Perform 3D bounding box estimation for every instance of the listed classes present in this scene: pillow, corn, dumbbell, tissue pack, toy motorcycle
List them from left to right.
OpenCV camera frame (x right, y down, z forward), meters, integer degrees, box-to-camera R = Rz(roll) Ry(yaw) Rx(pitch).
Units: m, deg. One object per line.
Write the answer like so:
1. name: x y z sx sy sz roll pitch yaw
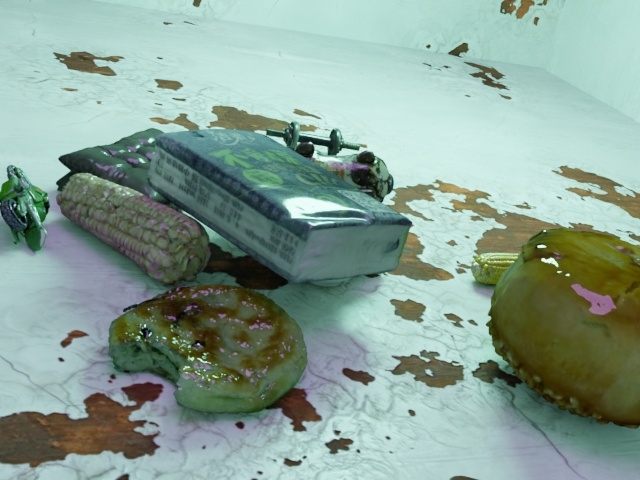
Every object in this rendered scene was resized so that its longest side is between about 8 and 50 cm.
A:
1. toy motorcycle: -0.523 -0.061 1.418 0.074 0.106 0.190 -30 35 3
2. corn: -0.333 -0.031 1.423 0.335 0.126 0.127 28 29 30
3. pillow: -0.354 -0.142 1.663 0.228 0.101 0.326 26 29 15
4. tissue pack: -0.073 -0.071 1.407 0.394 0.124 0.288 33 23 33
5. dumbbell: -0.018 -0.261 2.089 0.254 0.081 0.081 8 26 -16
6. corn: 0.398 0.059 1.677 0.206 0.067 0.067 3 28 -28

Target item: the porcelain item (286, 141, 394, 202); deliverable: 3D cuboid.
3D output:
1. porcelain item: 0.014 -0.137 1.784 0.288 0.138 0.186 1 -2 -11

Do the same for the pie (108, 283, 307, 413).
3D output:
1. pie: -0.160 0.152 1.201 0.303 0.066 0.302 10 26 -5

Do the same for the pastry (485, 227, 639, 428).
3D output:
1. pastry: 0.462 0.143 1.332 0.410 0.245 0.409 15 26 -7

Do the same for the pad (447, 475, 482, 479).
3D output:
1. pad: 0.291 0.388 1.028 0.267 0.004 0.181 15 26 0

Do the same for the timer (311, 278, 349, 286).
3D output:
1. timer: 0.000 -0.001 1.566 0.237 0.087 0.262 29 30 29
